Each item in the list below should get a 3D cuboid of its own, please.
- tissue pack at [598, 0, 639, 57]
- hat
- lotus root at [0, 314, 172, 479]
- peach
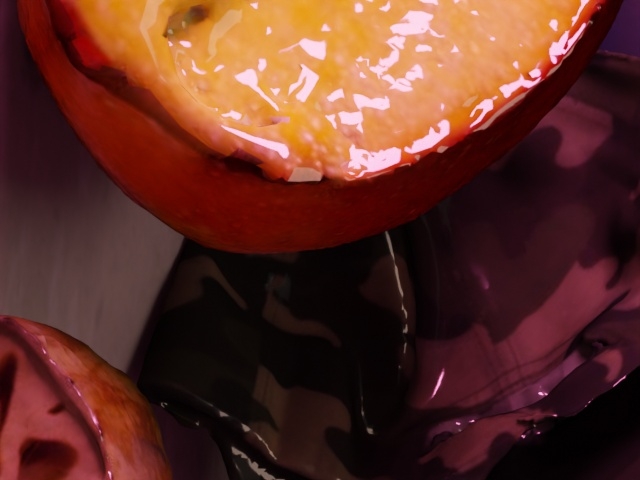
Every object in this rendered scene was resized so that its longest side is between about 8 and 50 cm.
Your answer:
[{"bbox_3d":[0.164,-0.010,1.137,0.264,0.253,0.416,113,-18,-71],"label":"tissue pack"},{"bbox_3d":[0.104,0.113,0.899,0.257,0.366,0.381,-96,174,-67],"label":"hat"},{"bbox_3d":[-0.109,0.109,0.654,0.135,0.095,0.159,-4,100,-75],"label":"lotus root"},{"bbox_3d":[0.000,-0.138,0.706,0.338,0.281,0.281,-50,137,-62],"label":"peach"}]
